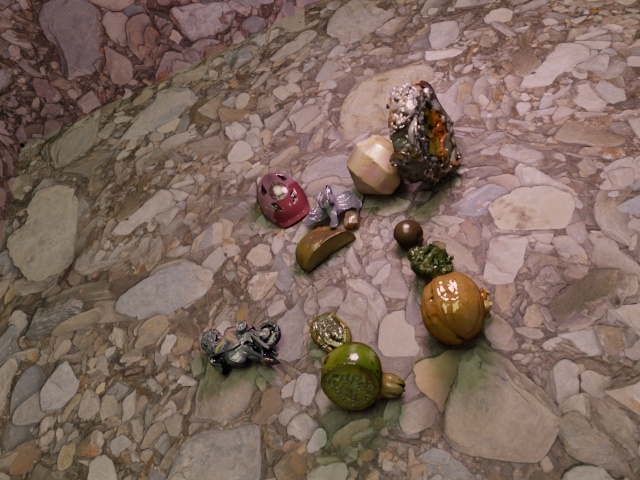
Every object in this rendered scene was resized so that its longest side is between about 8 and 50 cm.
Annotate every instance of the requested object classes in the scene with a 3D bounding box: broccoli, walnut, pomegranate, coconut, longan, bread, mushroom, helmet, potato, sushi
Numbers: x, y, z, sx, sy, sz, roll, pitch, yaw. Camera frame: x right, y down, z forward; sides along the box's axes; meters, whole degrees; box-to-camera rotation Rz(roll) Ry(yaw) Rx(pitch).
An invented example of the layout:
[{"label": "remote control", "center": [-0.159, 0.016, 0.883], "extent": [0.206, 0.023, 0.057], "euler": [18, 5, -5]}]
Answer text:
[{"label": "broccoli", "center": [0.373, 0.067, 1.688], "extent": [0.162, 0.138, 0.145], "euler": [10, 36, -20]}, {"label": "walnut", "center": [0.398, 0.202, 1.523], "extent": [0.193, 0.193, 0.225], "euler": [-10, 51, 16]}, {"label": "pomegranate", "center": [0.123, 0.384, 1.496], "extent": [0.241, 0.189, 0.159], "euler": [-10, 25, 17]}, {"label": "coconut", "center": [0.212, -0.282, 1.974], "extent": [0.237, 0.197, 0.236], "euler": [2, 93, 42]}, {"label": "longan", "center": [0.318, -0.024, 1.806], "extent": [0.113, 0.092, 0.113], "euler": [4, 47, -5]}, {"label": "bread", "center": [0.035, 0.309, 1.670], "extent": [0.117, 0.064, 0.156], "euler": [-43, 48, -12]}, {"label": "mushroom", "center": [0.134, -0.124, 1.999], "extent": [0.059, 0.054, 0.202], "euler": [1, 48, 17]}, {"label": "helmet", "center": [-0.172, -0.191, 2.118], "extent": [0.198, 0.154, 0.253], "euler": [-35, 43, -8]}, {"label": "potato", "center": [0.000, 0.000, 1.920], "extent": [0.243, 0.098, 0.138], "euler": [-36, 46, -9]}, {"label": "sushi", "center": [0.373, -0.397, 1.885], "extent": [0.176, 0.417, 0.417], "euler": [-14, 46, 36]}]

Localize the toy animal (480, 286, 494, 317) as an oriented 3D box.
[{"label": "toy animal", "center": [0.515, 0.193, 1.574], "extent": [0.081, 0.060, 0.083], "euler": [-6, 39, -31]}]

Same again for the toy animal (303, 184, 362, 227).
[{"label": "toy animal", "center": [0.047, -0.138, 1.976], "extent": [0.239, 0.176, 0.255], "euler": [-23, 58, 19]}]

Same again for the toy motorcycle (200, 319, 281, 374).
[{"label": "toy motorcycle", "center": [-0.278, 0.372, 1.733], "extent": [0.307, 0.108, 0.173], "euler": [-9, 59, 15]}]
